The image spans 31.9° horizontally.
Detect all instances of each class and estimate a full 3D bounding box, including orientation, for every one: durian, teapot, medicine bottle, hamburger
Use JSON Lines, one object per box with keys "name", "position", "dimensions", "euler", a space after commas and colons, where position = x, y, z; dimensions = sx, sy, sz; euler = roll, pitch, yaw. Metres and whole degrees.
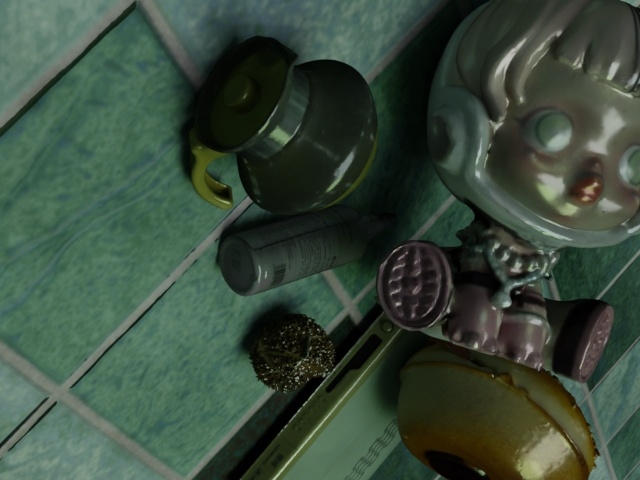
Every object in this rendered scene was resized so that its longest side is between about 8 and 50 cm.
{"name": "durian", "position": [-0.025, 0.112, 1.076], "dimensions": [0.080, 0.080, 0.091], "euler": [-49, 126, -5]}
{"name": "teapot", "position": [-0.038, -0.080, 0.864], "dimensions": [0.165, 0.130, 0.119], "euler": [-32, 139, 28]}
{"name": "medicine bottle", "position": [0.000, 0.000, 1.023], "dimensions": [0.199, 0.057, 0.058], "euler": [-18, 134, -40]}
{"name": "hamburger", "position": [0.187, 0.193, 1.191], "dimensions": [0.147, 0.237, 0.237], "euler": [-56, 149, -21]}

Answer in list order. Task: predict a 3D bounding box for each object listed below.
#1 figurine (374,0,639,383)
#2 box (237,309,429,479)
{"name": "figurine", "position": [0.180, -0.064, 1.022], "dimensions": [0.253, 0.211, 0.361], "euler": [16, 101, -39]}
{"name": "box", "position": [0.035, 0.209, 1.268], "dimensions": [0.270, 0.045, 0.211], "euler": [-50, 147, -4]}
